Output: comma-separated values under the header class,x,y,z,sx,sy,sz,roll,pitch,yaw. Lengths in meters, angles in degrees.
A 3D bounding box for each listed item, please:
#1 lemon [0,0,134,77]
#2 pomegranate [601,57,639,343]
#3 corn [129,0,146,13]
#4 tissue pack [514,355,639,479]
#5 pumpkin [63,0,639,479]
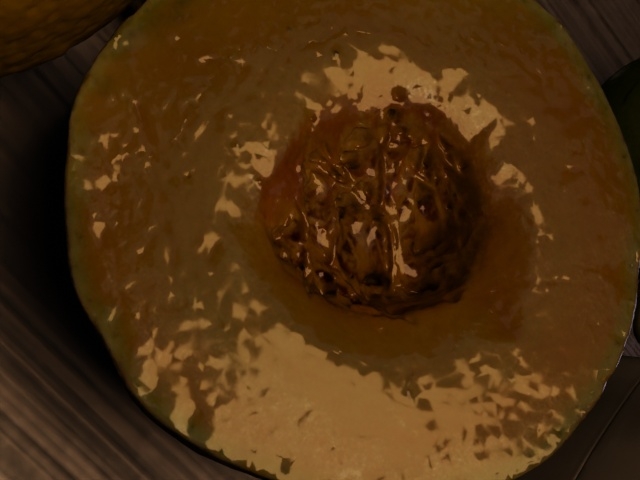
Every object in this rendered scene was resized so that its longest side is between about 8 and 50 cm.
class,x,y,z,sx,sy,sz,roll,pitch,yaw
lemon,-0.187,-0.211,0.667,0.310,0.253,0.253,-29,103,-30
pomegranate,0.268,-0.024,0.990,0.190,0.159,0.241,1,80,-58
corn,0.017,-0.202,0.883,0.313,0.102,0.102,-21,100,-31
tissue pack,0.206,0.255,0.891,0.229,0.236,0.333,47,66,-34
pumpkin,0.000,0.000,0.782,0.332,0.199,0.332,4,77,-19
